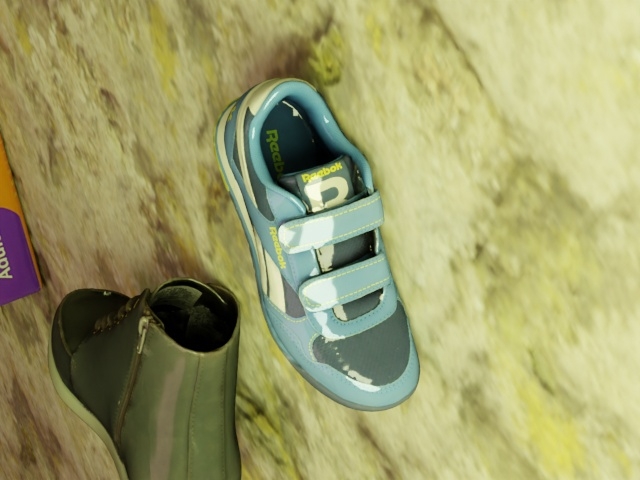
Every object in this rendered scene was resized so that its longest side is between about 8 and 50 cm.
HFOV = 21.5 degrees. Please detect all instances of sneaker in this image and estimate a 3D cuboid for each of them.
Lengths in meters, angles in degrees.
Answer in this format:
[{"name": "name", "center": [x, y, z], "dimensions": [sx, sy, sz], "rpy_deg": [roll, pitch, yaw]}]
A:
[{"name": "sneaker", "center": [-0.092, 0.054, 0.945], "dimensions": [0.222, 0.083, 0.118], "rpy_deg": [45, 134, 52]}, {"name": "sneaker", "center": [0.000, 0.000, 0.672], "dimensions": [0.144, 0.053, 0.059], "rpy_deg": [65, 157, 8]}]

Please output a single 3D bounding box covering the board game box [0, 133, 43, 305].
[{"name": "board game box", "center": [-0.476, -0.109, 1.316], "dimensions": [0.356, 0.356, 0.356], "rpy_deg": [33, 140, 57]}]
